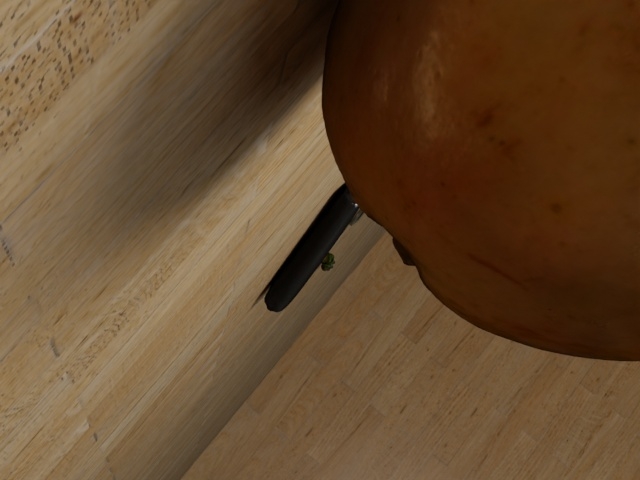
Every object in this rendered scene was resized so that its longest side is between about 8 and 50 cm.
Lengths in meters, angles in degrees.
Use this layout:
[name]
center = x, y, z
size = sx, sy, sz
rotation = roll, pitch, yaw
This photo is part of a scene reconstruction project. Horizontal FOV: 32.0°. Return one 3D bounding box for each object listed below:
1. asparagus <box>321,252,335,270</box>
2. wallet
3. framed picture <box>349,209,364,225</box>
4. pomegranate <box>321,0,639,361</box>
[asparagus]
center = 0.013, 0.041, 2.215
size = 0.034, 0.027, 0.236
rotation = -46, 175, -2
[wallet]
center = 0.000, 0.000, 1.724
size = 0.250, 0.044, 0.149
rotation = -54, 178, 29
[framed picture]
center = 0.093, -0.071, 2.256
size = 0.089, 0.007, 0.066
rotation = -54, 174, 21
[pomegranate]
center = 0.207, -0.115, 0.767
size = 0.411, 0.411, 0.411
rotation = -51, 175, -6
